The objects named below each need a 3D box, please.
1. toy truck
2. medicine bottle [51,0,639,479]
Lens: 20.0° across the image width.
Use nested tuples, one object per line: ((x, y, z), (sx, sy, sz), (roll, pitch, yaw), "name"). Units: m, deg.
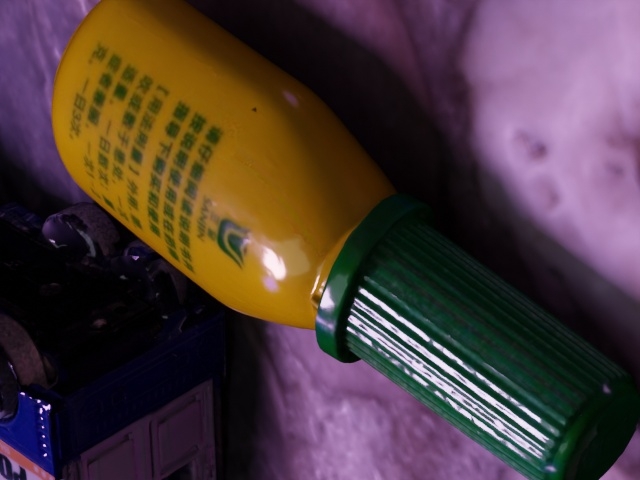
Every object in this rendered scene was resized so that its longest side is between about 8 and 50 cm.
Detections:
((-0.177, 0.056, 0.944), (0.268, 0.124, 0.155), (26, 130, 37), "toy truck")
((0.000, 0.000, 0.753), (0.309, 0.076, 0.111), (38, 134, 33), "medicine bottle")
